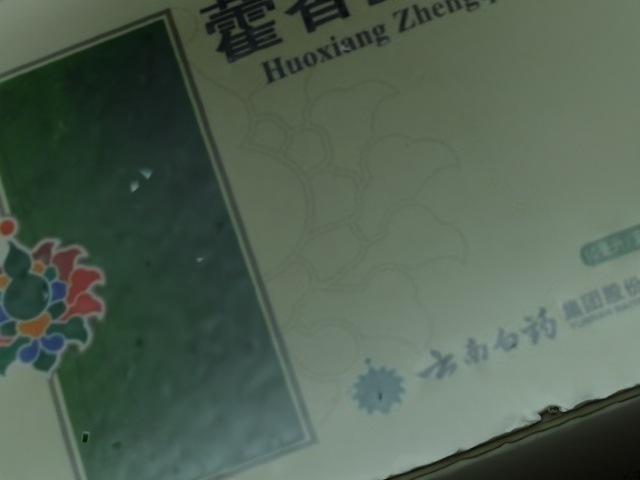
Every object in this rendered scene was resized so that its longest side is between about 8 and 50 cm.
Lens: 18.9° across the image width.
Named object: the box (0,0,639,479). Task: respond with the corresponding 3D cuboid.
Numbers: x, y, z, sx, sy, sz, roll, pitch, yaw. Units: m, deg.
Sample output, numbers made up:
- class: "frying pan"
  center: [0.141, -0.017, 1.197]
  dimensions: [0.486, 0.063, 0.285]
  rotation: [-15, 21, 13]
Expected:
- class: "box"
  center: [0.000, 0.000, 0.504]
  dimensions: [0.212, 0.095, 0.168]
  rotation: [-21, 65, 2]
